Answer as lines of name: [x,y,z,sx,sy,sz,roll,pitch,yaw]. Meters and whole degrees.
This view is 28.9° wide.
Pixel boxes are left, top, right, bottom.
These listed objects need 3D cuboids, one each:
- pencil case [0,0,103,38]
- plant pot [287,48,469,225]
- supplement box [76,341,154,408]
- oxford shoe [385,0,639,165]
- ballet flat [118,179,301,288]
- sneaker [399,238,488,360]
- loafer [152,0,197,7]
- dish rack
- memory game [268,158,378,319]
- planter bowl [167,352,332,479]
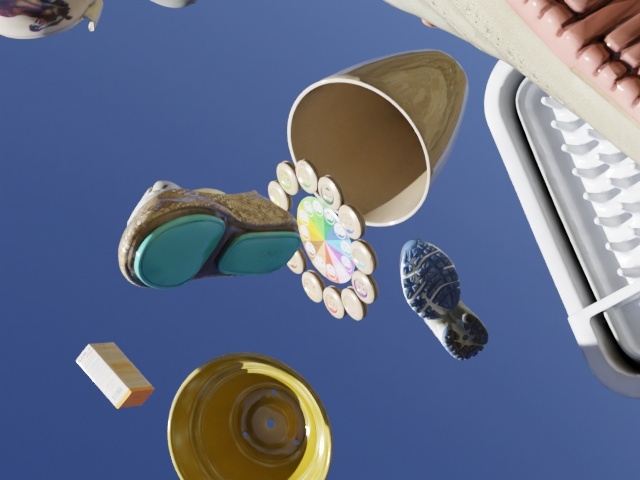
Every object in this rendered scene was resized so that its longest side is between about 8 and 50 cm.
pencil case: [-0.357,-0.436,1.427,0.183,0.410,0.160,12,-138,19]
plant pot: [0.126,-0.199,2.021,0.256,0.256,0.274,41,-135,6]
supplement box: [-0.291,0.191,1.760,0.098,0.036,0.062,45,-164,21]
oxford shoe: [0.096,-0.148,0.578,0.140,0.146,0.397,-26,-117,-17]
ballet flat: [-0.088,-0.008,0.854,0.067,0.073,0.206,42,-166,21]
sneaker: [0.100,0.049,1.122,0.135,0.052,0.058,61,173,-32]
loafer: [-0.212,-0.306,1.146,0.251,0.087,0.094,23,-112,2]
dish rack: [0.300,-0.066,1.005,0.072,0.285,0.333,6,-124,-47]
memory game: [0.000,0.000,1.303,0.012,0.186,0.186,-26,-115,-28]
planter bowl: [-0.076,0.240,1.567,0.217,0.217,0.090,43,-164,8]
